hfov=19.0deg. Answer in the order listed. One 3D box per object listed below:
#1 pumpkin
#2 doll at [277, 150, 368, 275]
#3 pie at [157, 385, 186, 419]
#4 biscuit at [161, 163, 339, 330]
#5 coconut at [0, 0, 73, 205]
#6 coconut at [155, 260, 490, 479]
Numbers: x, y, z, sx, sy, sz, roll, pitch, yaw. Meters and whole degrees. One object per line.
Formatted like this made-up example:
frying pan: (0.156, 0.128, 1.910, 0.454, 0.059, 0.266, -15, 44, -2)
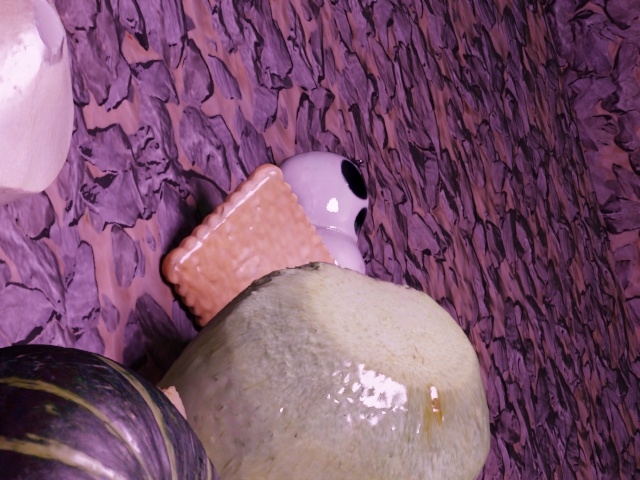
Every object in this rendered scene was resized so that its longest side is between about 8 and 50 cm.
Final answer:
pumpkin: (-0.185, 0.229, 1.293, 0.323, 0.241, 0.323, -11, 90, -69)
doll: (-0.003, -0.006, 2.056, 0.110, 0.107, 0.181, 79, 13, -67)
pie: (-0.149, 0.251, 1.566, 0.128, 0.068, 0.282, -10, 92, -27)
biscuit: (-0.051, 0.056, 1.897, 0.160, 0.030, 0.250, -46, 130, -16)
coconut: (-0.271, -0.116, 1.309, 0.241, 0.241, 0.241, -13, 90, -68)
coconut: (-0.012, 0.183, 1.713, 0.281, 0.328, 0.328, 52, 12, 25)
